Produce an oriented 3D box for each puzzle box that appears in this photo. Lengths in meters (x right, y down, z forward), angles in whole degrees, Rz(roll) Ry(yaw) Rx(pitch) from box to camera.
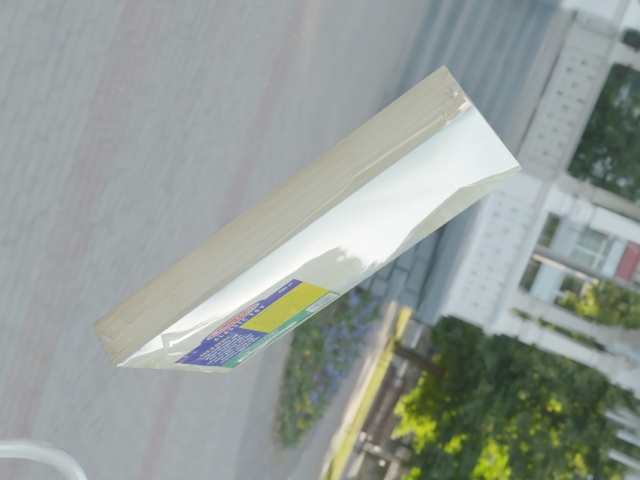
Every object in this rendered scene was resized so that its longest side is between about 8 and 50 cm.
[{"bbox_3d":[0.000,0.000,1.126,0.409,0.052,0.272,-35,163,10],"label":"puzzle box"}]

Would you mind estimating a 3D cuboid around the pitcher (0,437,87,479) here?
[{"bbox_3d":[-0.252,0.162,0.633,0.178,0.207,0.125,-60,174,-31],"label":"pitcher"}]
